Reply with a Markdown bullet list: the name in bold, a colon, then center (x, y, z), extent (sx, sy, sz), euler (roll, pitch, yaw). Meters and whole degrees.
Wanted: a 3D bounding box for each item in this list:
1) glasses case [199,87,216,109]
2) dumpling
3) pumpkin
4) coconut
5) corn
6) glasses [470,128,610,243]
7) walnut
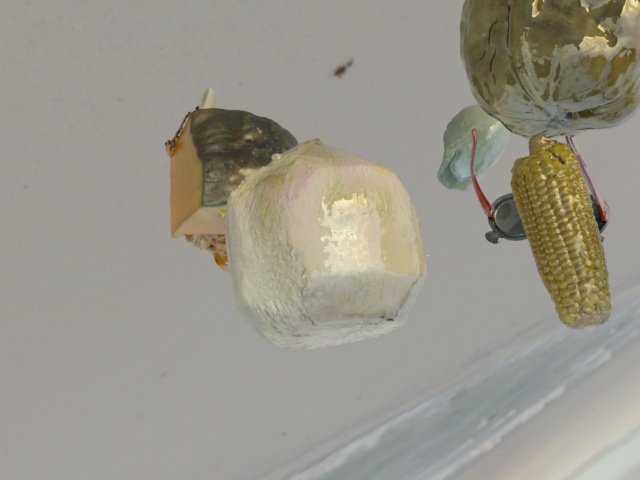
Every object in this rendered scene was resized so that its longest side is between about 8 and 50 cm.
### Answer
- **glasses case**: center (-0.215, -0.258, 1.604), extent (0.021, 0.083, 0.032), euler (-9, 136, 17)
- **dumpling**: center (0.287, -0.187, 1.591), extent (0.219, 0.108, 0.152), euler (-40, 165, -15)
- **pumpkin**: center (-0.149, -0.087, 1.569), extent (0.256, 0.225, 0.303), euler (-18, 149, 28)
- **coconut**: center (-0.002, 0.000, 0.956), extent (0.227, 0.230, 0.227), euler (-10, 164, -3)
- **corn**: center (0.313, -0.013, 1.095), extent (0.097, 0.261, 0.097), euler (-11, 167, -3)
- **glasses**: center (0.376, -0.089, 1.502), extent (0.268, 0.234, 0.118), euler (44, 58, -50)
- **walnut**: center (0.347, -0.289, 1.208), extent (0.253, 0.277, 0.282), euler (9, 173, -25)
